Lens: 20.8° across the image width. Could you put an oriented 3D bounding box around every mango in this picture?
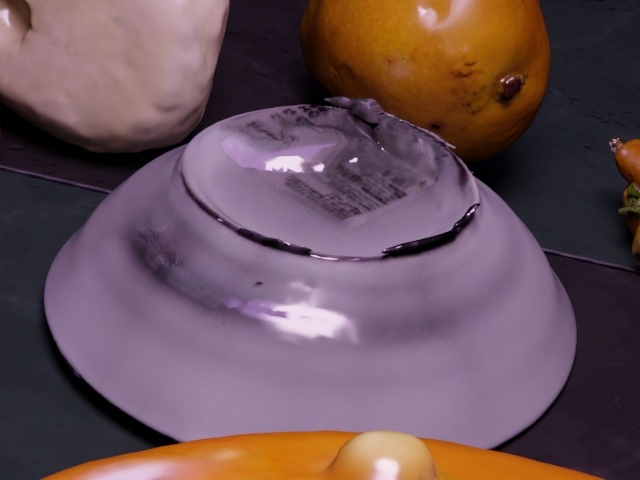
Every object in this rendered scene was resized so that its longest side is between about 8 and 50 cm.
[{"bbox_3d":[0.062,-0.130,1.154,0.136,0.166,0.236,-29,25,-13],"label":"mango"}]

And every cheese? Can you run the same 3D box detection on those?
[{"bbox_3d":[-0.136,-0.175,1.190,0.248,0.173,0.251,37,30,30],"label":"cheese"}]

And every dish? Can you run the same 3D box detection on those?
[{"bbox_3d":[0.000,0.000,1.002,0.316,0.106,0.316,5,32,-3],"label":"dish"}]

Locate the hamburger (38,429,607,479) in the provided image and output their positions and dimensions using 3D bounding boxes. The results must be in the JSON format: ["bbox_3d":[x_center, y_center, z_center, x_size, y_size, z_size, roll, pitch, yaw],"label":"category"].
[{"bbox_3d":[0.022,0.214,0.480,0.396,0.277,0.396,5,24,-2],"label":"hamburger"}]

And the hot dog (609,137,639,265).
[{"bbox_3d":[0.262,0.007,1.046,0.109,0.072,0.269,-45,41,0],"label":"hot dog"}]
